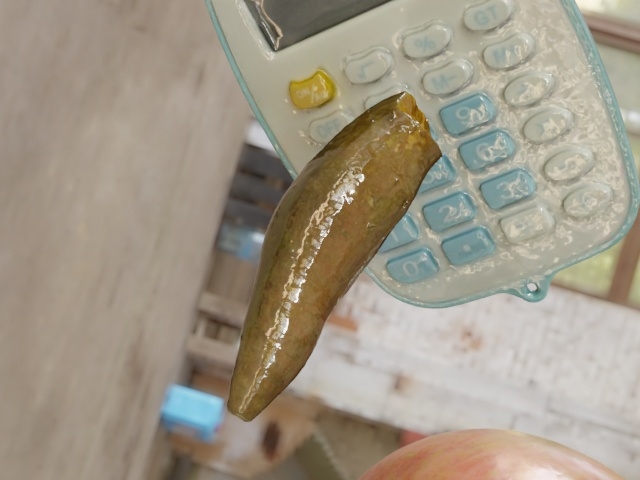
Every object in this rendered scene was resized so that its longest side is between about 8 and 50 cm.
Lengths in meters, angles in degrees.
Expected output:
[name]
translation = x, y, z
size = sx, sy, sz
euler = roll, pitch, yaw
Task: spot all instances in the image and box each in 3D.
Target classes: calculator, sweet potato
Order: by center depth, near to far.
[sweet potato]
translation = 0.000, 0.000, 1.124
size = 0.243, 0.077, 0.077
euler = -55, 167, -20
[calculator]
translation = 0.074, -0.119, 1.295
size = 0.386, 0.256, 0.054
euler = 61, 27, -14

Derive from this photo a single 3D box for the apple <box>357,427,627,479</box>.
[apple]
translation = 0.177, 0.360, 1.768
size = 0.364, 0.364, 0.363
euler = 16, 90, -83
